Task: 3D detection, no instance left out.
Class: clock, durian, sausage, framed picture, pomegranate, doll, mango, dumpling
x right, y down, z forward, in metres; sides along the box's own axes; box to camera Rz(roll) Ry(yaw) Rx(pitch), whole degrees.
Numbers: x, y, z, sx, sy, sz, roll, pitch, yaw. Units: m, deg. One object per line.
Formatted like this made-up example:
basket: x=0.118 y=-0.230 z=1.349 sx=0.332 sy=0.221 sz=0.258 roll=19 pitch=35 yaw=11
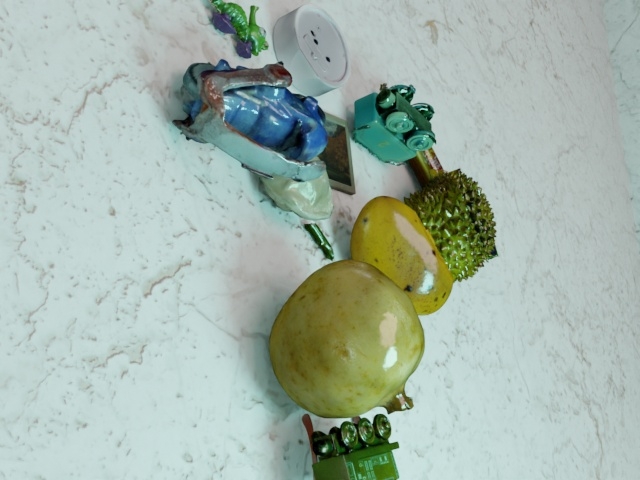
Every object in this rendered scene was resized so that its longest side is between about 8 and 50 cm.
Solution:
clock: x=-0.017 y=-0.424 z=2.026 sx=0.197 sy=0.068 sz=0.196 roll=25 pitch=56 yaw=-45
durian: x=0.309 y=-0.031 z=2.152 sx=0.258 sy=0.258 sz=0.293 roll=53 pitch=29 yaw=-24
sausage: x=0.243 y=-0.233 z=2.278 sx=0.371 sy=0.082 sz=0.082 roll=61 pitch=37 yaw=-14
framed picture: x=-0.010 y=-0.209 z=1.984 sx=0.250 sy=0.016 sz=0.184 roll=16 pitch=63 yaw=-49
pomegranate: x=0.047 y=0.179 z=1.663 sx=0.307 sy=0.307 sz=0.307 roll=26 pitch=56 yaw=-45
doll: x=-0.171 y=-0.458 z=1.855 sx=0.190 sy=0.050 sz=0.115 roll=44 pitch=48 yaw=-30
mango: x=0.162 y=0.039 z=1.958 sx=0.290 sy=0.191 sz=0.160 roll=63 pitch=4 yaw=-16
dumpling: x=-0.055 y=-0.114 z=1.809 sx=0.199 sy=0.118 sz=0.136 roll=49 pitch=47 yaw=0

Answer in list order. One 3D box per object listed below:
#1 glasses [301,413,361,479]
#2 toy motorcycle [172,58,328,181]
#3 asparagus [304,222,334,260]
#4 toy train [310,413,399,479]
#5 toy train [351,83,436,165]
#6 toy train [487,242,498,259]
glasses: x=0.065 y=0.456 z=1.709 sx=0.234 sy=0.118 sz=0.268 roll=13 pitch=65 yaw=-48
toy motorcycle: x=-0.118 y=-0.212 z=1.705 sx=0.319 sy=0.182 sz=0.241 roll=12 pitch=69 yaw=-31
asparagus: x=0.000 y=0.000 z=1.901 sx=0.021 sy=0.025 sz=0.108 roll=-49 pitch=120 yaw=-28
toy train: x=0.068 y=0.397 z=1.652 sx=0.225 sy=0.090 sz=0.137 roll=6 pitch=64 yaw=-55
toy train: x=0.174 y=-0.271 z=2.127 sx=0.203 sy=0.163 sz=0.112 roll=35 pitch=48 yaw=-41
toy train: x=0.391 y=0.038 z=2.348 sx=0.202 sy=0.081 sz=0.060 roll=-15 pitch=88 yaw=-54
